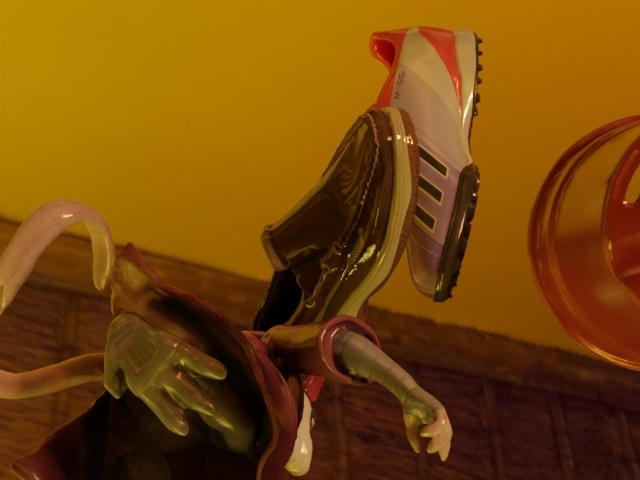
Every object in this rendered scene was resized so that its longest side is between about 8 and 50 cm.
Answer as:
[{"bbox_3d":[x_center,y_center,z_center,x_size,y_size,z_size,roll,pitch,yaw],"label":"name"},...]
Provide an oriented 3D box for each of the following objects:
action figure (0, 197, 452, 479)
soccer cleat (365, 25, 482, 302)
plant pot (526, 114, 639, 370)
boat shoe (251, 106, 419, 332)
[{"bbox_3d":[-0.082,0.132,0.757,0.276,0.370,0.248,40,-81,4],"label":"action figure"},{"bbox_3d":[0.096,-0.083,1.098,0.116,0.108,0.318,6,-120,0],"label":"soccer cleat"},{"bbox_3d":[0.341,-0.005,1.021,0.272,0.265,0.272,0,-93,5],"label":"plant pot"},{"bbox_3d":[0.002,0.006,0.866,0.095,0.257,0.095,1,-138,-18],"label":"boat shoe"}]
